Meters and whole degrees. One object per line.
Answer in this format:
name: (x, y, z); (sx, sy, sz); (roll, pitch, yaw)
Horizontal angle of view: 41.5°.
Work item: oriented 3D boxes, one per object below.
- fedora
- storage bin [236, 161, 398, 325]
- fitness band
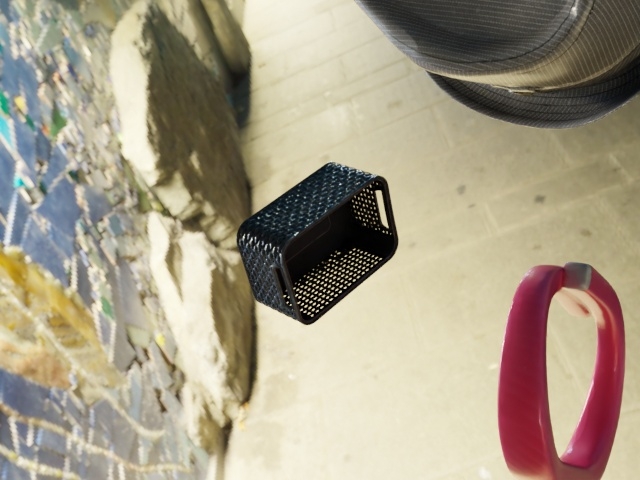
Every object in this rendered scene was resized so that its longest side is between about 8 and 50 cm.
fedora: (0.108, -0.186, 0.558); (0.124, 0.244, 0.275); (-22, 40, -40)
storage bin: (0.000, 0.000, 1.016); (0.084, 0.122, 0.180); (20, 47, 41)
fitness band: (0.240, 0.136, 0.812); (0.054, 0.291, 0.209); (2, 75, 32)
